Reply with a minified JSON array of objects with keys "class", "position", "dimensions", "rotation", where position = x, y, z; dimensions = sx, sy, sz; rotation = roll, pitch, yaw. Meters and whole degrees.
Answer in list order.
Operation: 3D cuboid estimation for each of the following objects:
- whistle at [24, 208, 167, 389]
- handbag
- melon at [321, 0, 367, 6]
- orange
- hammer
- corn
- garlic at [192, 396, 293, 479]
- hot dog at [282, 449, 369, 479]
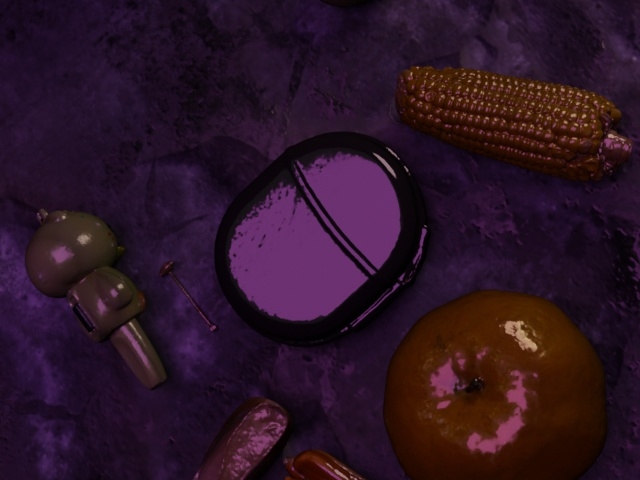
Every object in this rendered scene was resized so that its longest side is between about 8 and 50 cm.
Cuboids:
[{"class":"whistle","position":[-0.300,0.069,1.855],"dimensions":[0.294,0.141,0.141],"rotation":[45,99,-2]},{"class":"handbag","position":[-0.001,0.000,1.762],"dimensions":[0.308,0.093,0.254],"rotation":[-42,73,10]},{"class":"melon","position":[0.045,-0.367,1.781],"dimensions":[0.130,0.098,0.098],"rotation":[-18,79,19]},{"class":"orange","position":[0.212,0.199,1.605],"dimensions":[0.279,0.235,0.279],"rotation":[-9,69,24]},{"class":"hammer","position":[-0.185,0.080,1.857],"dimensions":[0.029,0.014,0.123],"rotation":[-45,75,19]},{"class":"corn","position":[0.243,-0.153,1.688],"dimensions":[0.322,0.119,0.119],"rotation":[13,89,23]},{"class":"garlic","position":[-0.105,0.282,1.764],"dimensions":[0.087,0.101,0.195],"rotation":[39,101,2]},{"class":"hot dog","position":[0.045,0.351,1.730],"dimensions":[0.235,0.062,0.092],"rotation":[34,96,15]}]
